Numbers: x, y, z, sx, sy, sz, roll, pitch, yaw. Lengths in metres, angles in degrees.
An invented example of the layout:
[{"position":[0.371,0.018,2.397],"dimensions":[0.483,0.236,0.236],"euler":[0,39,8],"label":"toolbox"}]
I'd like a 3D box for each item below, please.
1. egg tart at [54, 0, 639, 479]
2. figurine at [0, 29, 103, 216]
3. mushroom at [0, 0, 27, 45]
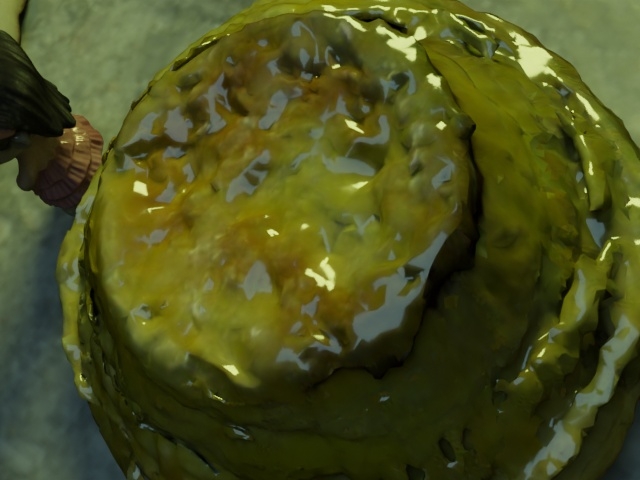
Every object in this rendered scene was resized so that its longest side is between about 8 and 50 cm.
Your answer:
[{"position":[0.000,0.000,0.502],"dimensions":[0.294,0.123,0.294],"euler":[-10,62,19],"label":"egg tart"},{"position":[-0.145,-0.061,0.585],"dimensions":[0.054,0.129,0.072],"euler":[-33,59,10],"label":"figurine"},{"position":[-0.265,-0.134,0.666],"dimensions":[0.151,0.156,0.285],"euler":[-17,49,28],"label":"mushroom"}]
